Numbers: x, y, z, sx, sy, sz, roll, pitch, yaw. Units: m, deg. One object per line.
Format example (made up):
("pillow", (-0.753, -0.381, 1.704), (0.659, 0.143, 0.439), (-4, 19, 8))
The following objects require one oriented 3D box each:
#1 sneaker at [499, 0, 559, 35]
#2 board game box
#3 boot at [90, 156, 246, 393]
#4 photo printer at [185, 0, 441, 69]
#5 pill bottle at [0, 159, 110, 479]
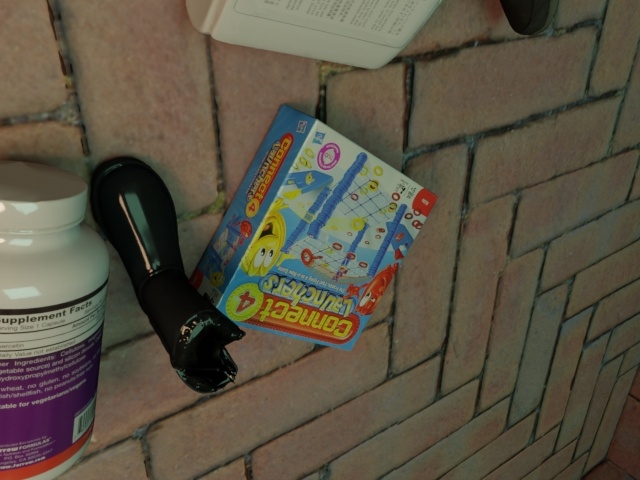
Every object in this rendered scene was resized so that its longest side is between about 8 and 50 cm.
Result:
("sneaker", (0.238, -0.429, 0.809), (0.139, 0.125, 0.341), (-36, 128, 5))
("board game box", (0.000, 0.000, 0.863), (0.308, 0.086, 0.302), (22, 99, -44))
("boot", (-0.175, 0.041, 0.663), (0.094, 0.207, 0.247), (-24, 127, -26))
("photo printer", (0.031, -0.327, 0.634), (0.307, 0.107, 0.256), (-4, 144, -37))
("pill bottle", (-0.324, 0.089, 0.589), (0.181, 0.181, 0.323), (-3, 115, -37))
